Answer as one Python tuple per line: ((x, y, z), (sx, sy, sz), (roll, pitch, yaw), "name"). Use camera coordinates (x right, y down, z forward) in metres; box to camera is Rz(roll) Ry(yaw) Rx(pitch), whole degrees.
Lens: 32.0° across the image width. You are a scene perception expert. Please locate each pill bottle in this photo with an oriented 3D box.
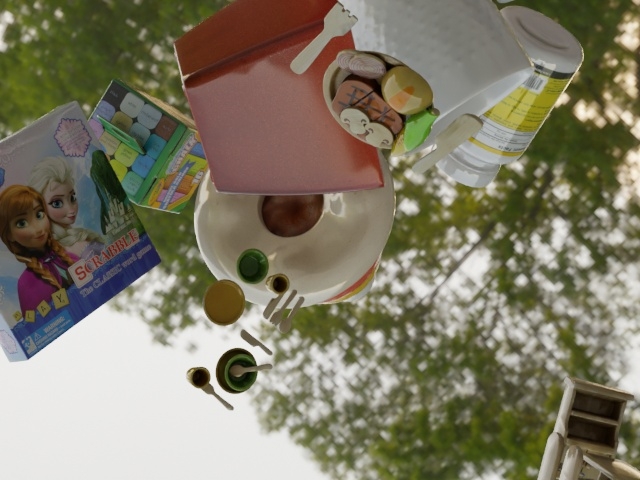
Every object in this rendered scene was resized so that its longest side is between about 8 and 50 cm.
((0.353, -0.274, 2.191), (0.187, 0.334, 0.188), (19, -145, -15), "pill bottle")

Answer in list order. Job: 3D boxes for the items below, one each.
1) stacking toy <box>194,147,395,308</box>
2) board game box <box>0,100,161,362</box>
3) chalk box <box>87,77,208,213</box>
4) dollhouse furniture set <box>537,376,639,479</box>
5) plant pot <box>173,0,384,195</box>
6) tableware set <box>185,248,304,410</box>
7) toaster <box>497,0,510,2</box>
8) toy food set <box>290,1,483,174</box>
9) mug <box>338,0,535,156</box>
((0.000, 0.000, 2.058), (0.351, 0.350, 0.480), (56, -178, 22), "stacking toy")
((-0.452, -0.020, 1.827), (0.318, 0.065, 0.318), (-41, -69, -41), "board game box")
((-0.338, -0.176, 2.106), (0.180, 0.179, 0.289), (34, -175, 13), "chalk box")
((0.451, 0.323, 1.724), (0.212, 0.161, 0.242), (14, -177, -11), "dollhouse furniture set")
((-0.072, -0.210, 1.614), (0.235, 0.267, 0.267), (-17, -149, -4), "plant pot")
((-0.082, 0.090, 1.143), (0.104, 0.024, 0.154), (42, -108, -23), "tableware set")
((0.271, -0.453, 1.554), (0.168, 0.110, 0.186), (68, -165, -48), "toaster")
((0.058, -0.140, 1.141), (0.192, 0.132, 0.039), (38, -129, -9), "toy food set")
((0.136, -0.333, 1.956), (0.276, 0.374, 0.328), (-25, -99, -49), "mug")
